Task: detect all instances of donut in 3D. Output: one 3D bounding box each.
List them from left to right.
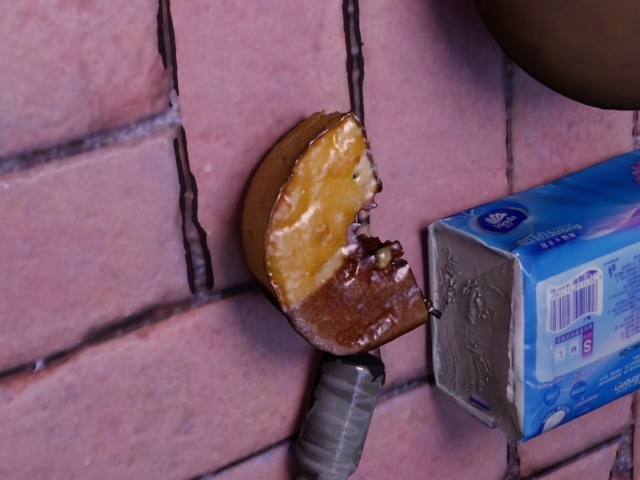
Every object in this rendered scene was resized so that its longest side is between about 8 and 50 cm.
[{"bbox_3d":[0.000,-0.001,1.188,0.141,0.085,0.217,-31,122,-22],"label":"donut"}]

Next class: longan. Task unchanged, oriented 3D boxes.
[{"bbox_3d":[0.258,-0.250,1.163,0.297,0.297,0.297,-14,115,-31],"label":"longan"}]

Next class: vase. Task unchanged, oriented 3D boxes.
[{"bbox_3d":[0.004,0.201,1.287,0.060,0.060,0.211,6,105,-37],"label":"vase"}]

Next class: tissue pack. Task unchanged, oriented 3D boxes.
[{"bbox_3d":[0.243,0.044,1.340,0.263,0.146,0.198,-20,120,-29],"label":"tissue pack"}]
